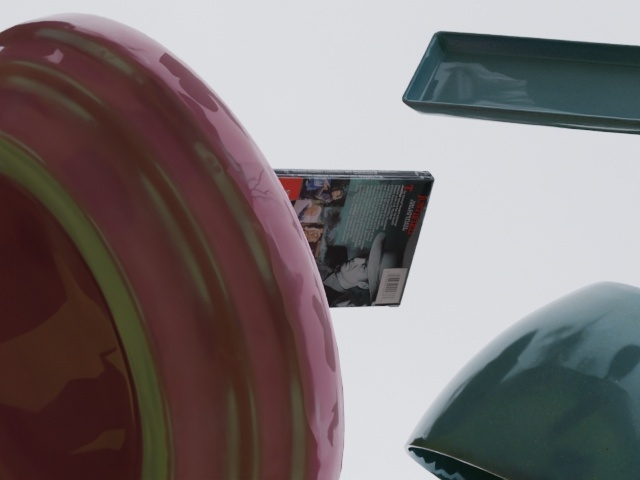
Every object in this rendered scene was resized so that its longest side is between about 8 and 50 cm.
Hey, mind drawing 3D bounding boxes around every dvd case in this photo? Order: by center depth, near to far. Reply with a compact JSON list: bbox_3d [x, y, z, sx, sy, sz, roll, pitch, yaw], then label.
[{"bbox_3d":[0.000,0.000,0.948,0.013,0.119,0.087,-124,-140,-52],"label":"dvd case"}]

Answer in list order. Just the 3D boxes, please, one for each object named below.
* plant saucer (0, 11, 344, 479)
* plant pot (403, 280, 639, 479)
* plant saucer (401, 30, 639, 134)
[{"bbox_3d":[-0.127,0.049,0.900,0.332,0.084,0.332,25,-55,42],"label":"plant saucer"},{"bbox_3d":[0.240,0.149,1.373,0.290,0.290,0.195,16,-107,46],"label":"plant pot"},{"bbox_3d":[0.146,-0.087,0.968,0.192,0.067,0.018,8,-42,22],"label":"plant saucer"}]
